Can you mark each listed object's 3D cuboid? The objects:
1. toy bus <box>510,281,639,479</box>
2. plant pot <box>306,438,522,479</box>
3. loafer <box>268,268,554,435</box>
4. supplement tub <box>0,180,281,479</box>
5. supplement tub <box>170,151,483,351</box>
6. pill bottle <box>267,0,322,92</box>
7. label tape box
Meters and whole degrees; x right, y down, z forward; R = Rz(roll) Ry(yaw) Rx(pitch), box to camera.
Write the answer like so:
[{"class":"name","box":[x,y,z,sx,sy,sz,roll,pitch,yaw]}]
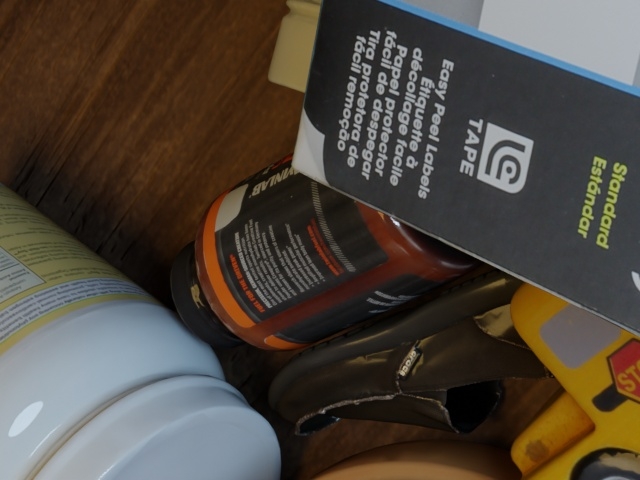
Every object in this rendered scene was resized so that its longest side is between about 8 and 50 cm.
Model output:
[{"class":"toy bus","box":[0.202,0.009,0.784,0.130,0.108,0.333,48,128,4]},{"class":"plant pot","box":[0.035,0.261,0.888,0.291,0.203,0.291,1,93,23]},{"class":"loafer","box":[0.056,0.076,0.968,0.220,0.080,0.078,-27,83,43]},{"class":"supplement tub","box":[-0.210,0.106,1.108,0.331,0.241,0.241,34,120,33]},{"class":"supplement tub","box":[0.000,0.000,0.987,0.198,0.106,0.106,-27,81,41]},{"class":"pill bottle","box":[0.052,-0.175,0.850,0.131,0.131,0.229,20,97,38]},{"class":"label tape box","box":[0.160,-0.091,0.642,0.348,0.115,0.249,28,114,41]}]
